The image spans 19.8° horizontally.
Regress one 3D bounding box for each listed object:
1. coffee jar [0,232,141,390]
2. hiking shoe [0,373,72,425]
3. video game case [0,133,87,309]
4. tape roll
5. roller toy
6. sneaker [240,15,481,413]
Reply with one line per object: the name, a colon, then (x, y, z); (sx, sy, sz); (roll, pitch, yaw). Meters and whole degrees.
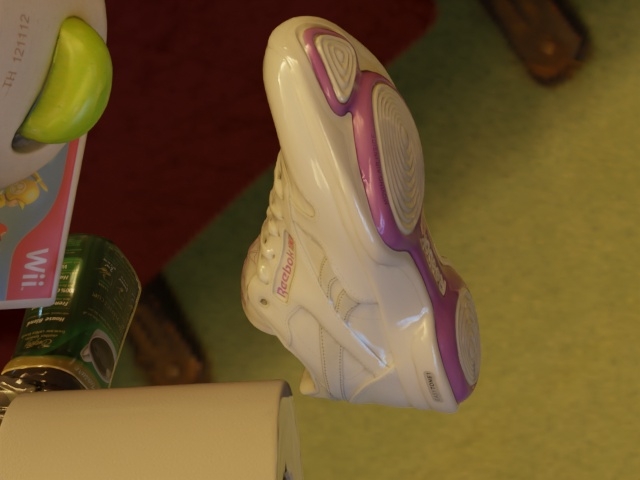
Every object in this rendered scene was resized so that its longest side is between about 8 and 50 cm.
coffee jar: (-0.214, 0.090, 1.561); (0.079, 0.096, 0.184); (-7, 47, 21)
hiking shoe: (-0.277, 0.149, 1.315); (0.226, 0.086, 0.114); (3, 79, 22)
video game case: (-0.311, -0.029, 1.294); (0.025, 0.285, 0.204); (57, 141, 45)
tape roll: (-0.097, 0.210, 1.122); (0.169, 0.246, 0.246); (-3, 82, 4)
roller toy: (-0.240, -0.126, 1.082); (0.209, 0.146, 0.191); (-23, 76, 26)
sneaker: (0.000, 0.000, 1.158); (0.152, 0.305, 0.114); (-4, 38, 22)
